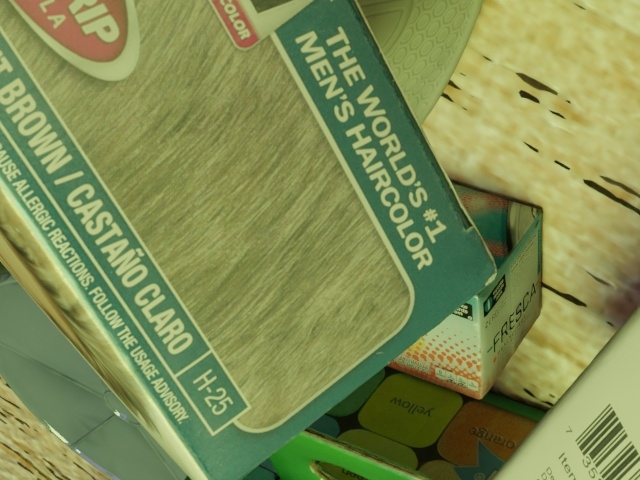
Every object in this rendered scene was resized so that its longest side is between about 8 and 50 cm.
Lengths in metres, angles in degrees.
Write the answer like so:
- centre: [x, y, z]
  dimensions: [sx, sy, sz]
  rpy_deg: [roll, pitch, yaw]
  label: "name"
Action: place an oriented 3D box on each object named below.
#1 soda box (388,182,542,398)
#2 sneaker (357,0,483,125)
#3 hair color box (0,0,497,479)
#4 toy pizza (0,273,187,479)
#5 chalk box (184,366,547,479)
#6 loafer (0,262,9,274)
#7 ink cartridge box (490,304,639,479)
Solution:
- centre: [0.000, 0.000, 0.671]
  dimensions: [0.183, 0.058, 0.063]
  rpy_deg: [18, 138, 25]
  label: "soda box"
- centre: [-0.032, -0.154, 0.521]
  dimensions: [0.147, 0.104, 0.295]
  rpy_deg: [32, 152, 35]
  label: "sneaker"
- centre: [-0.104, -0.077, 0.517]
  dimensions: [0.347, 0.105, 0.174]
  rpy_deg: [34, 158, 57]
  label: "hair color box"
- centre: [-0.097, 0.079, 0.853]
  dimensions: [0.201, 0.032, 0.201]
  rpy_deg: [25, 146, 18]
  label: "toy pizza"
- centre: [0.032, 0.174, 0.725]
  dimensions: [0.180, 0.179, 0.289]
  rpy_deg: [20, 138, 26]
  label: "chalk box"
- centre: [-0.156, -0.024, 0.774]
  dimensions: [0.223, 0.076, 0.078]
  rpy_deg: [-6, 129, 50]
  label: "loafer"
- centre: [0.189, 0.082, 0.487]
  dimensions: [0.198, 0.115, 0.273]
  rpy_deg: [59, 148, 21]
  label: "ink cartridge box"
